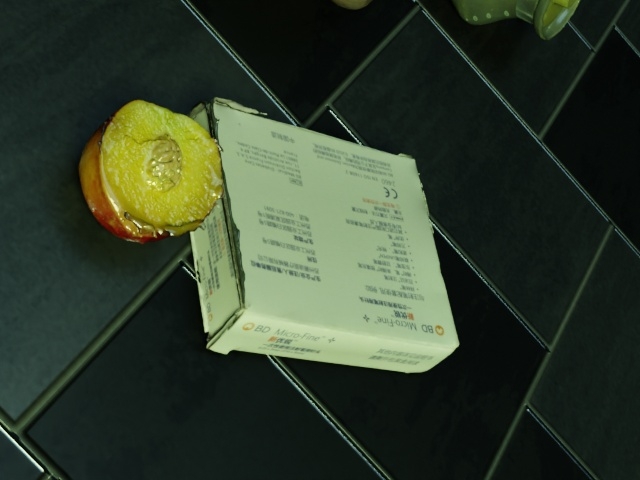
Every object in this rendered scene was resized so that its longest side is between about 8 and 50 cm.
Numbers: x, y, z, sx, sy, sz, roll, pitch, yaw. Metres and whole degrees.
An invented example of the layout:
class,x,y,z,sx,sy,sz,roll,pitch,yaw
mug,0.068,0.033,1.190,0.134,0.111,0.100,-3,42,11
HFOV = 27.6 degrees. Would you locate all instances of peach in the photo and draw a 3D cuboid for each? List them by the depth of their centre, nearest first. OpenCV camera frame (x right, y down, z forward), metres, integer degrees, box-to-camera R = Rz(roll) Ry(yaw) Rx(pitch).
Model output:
class,x,y,z,sx,sy,sz,roll,pitch,yaw
peach,-0.111,-0.038,0.827,0.098,0.061,0.098,14,67,-36

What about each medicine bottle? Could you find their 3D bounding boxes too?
class,x,y,z,sx,sy,sz,roll,pitch,yaw
medicine bottle,0.000,0.000,0.913,0.201,0.052,0.171,11,56,-39

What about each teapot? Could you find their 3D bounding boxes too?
class,x,y,z,sx,sy,sz,roll,pitch,yaw
teapot,0.187,-0.248,1.208,0.119,0.130,0.165,32,4,20

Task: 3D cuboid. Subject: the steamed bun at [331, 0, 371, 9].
class,x,y,z,sx,sy,sz,roll,pitch,yaw
steamed bun,0.012,-0.313,1.045,0.251,0.199,0.301,31,34,0
